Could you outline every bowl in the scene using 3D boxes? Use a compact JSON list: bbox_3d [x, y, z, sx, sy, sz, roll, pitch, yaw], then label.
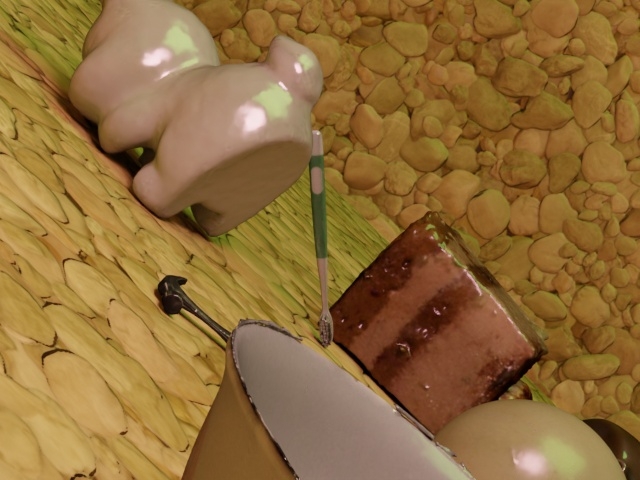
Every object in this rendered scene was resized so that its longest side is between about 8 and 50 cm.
[{"bbox_3d":[0.028,0.214,0.759,0.345,0.157,0.345,43,7,-7],"label":"bowl"}]

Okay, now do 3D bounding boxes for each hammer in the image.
[{"bbox_3d":[-0.074,0.098,1.378,0.201,0.021,0.078,42,8,-21],"label":"hammer"}]

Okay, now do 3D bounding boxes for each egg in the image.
[{"bbox_3d":[0.182,0.242,1.318,0.188,0.188,0.253,51,4,41],"label":"egg"}]

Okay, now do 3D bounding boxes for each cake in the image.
[{"bbox_3d":[0.168,0.130,1.868,0.293,0.198,0.196,47,5,10],"label":"cake"}]

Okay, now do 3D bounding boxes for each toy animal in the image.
[{"bbox_3d":[-0.160,-0.197,1.698,0.367,0.241,0.196,48,6,26],"label":"toy animal"}]

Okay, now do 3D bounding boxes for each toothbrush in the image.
[{"bbox_3d":[0.000,0.000,1.715,0.024,0.018,0.257,-73,161,-75],"label":"toothbrush"}]

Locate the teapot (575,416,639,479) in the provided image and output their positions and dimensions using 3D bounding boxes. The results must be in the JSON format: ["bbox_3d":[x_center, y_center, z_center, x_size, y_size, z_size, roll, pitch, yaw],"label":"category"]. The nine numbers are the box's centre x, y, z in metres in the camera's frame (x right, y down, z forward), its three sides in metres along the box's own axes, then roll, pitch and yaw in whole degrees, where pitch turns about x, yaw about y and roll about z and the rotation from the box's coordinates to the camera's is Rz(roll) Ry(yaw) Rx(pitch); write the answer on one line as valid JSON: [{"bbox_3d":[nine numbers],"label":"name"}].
[{"bbox_3d":[0.261,0.274,1.641,0.175,0.186,0.267,41,-30,-17],"label":"teapot"}]
